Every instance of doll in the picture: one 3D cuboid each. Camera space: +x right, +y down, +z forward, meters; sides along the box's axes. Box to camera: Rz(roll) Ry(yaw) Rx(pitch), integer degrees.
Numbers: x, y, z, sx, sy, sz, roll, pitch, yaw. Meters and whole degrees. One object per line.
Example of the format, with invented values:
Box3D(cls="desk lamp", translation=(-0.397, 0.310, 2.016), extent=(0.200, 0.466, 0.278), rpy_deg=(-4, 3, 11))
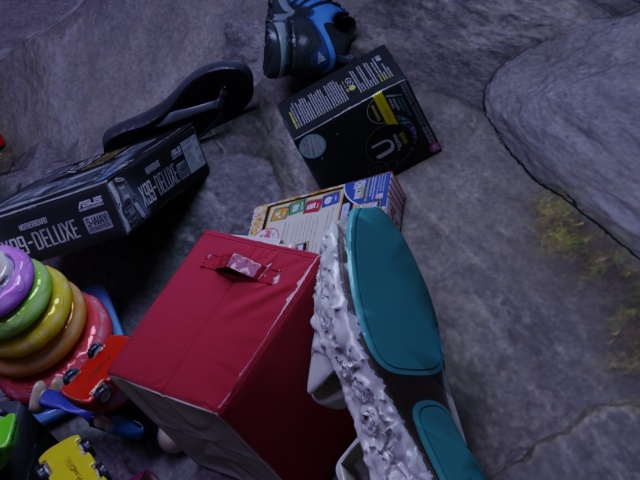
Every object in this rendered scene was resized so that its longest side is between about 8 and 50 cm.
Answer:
Box3D(cls="doll", translation=(-0.231, 0.198, 1.548), extent=(0.189, 0.129, 0.046), rpy_deg=(14, 98, 22))

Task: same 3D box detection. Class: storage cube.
Box3D(cls="storage cube", translation=(-0.068, 0.129, 1.415), extent=(0.183, 0.215, 0.193), rpy_deg=(12, 60, 43))

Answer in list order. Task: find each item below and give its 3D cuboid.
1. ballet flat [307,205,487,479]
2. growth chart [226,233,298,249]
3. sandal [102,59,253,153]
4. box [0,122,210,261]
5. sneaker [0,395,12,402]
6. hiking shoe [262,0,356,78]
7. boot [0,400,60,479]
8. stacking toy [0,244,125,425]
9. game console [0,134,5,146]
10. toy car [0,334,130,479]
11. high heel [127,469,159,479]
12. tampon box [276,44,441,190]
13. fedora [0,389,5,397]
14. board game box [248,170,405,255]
Box3D(cls="ballet flat", translation=(0.055, 0.160, 1.262), extent=(0.147, 0.147, 0.409), rpy_deg=(-24, 62, 10))
Box3D(cls="growth chart", translation=(-0.128, 0.093, 1.606), extent=(0.172, 0.021, 0.237), rpy_deg=(16, 74, 43))
Box3D(cls="sandal", translation=(-0.198, -0.170, 1.963), extent=(0.254, 0.097, 0.054), rpy_deg=(-31, 47, 18))
Box3D(cls="box", translation=(-0.312, -0.054, 1.811), extent=(0.242, 0.077, 0.307), rpy_deg=(-16, 13, 21))
Box3D(cls="sneaker", translation=(-0.398, 0.228, 1.674), extent=(0.040, 0.044, 0.109), rpy_deg=(-23, 35, 15))
Box3D(cls="hiking shoe", translation=(-0.015, -0.315, 2.007), extent=(0.132, 0.113, 0.304), rpy_deg=(5, 34, -2))
Box3D(cls="boot", translation=(-0.496, 0.393, 1.461), extent=(0.366, 0.146, 0.445), rpy_deg=(-9, 44, 16))
Box3D(cls="stacking toy", translation=(-0.368, 0.069, 1.612), extent=(0.165, 0.302, 0.175), rpy_deg=(-30, 46, 1))
Box3D(cls="game console", translation=(-0.606, -0.148, 2.285), extent=(0.124, 0.085, 0.144), rpy_deg=(-61, 34, 12))
Box3D(cls="toy car", translation=(-0.304, 0.211, 1.447), extent=(0.224, 0.053, 0.239), rpy_deg=(-9, 40, 12))
Box3D(cls="high heel", translation=(-0.147, 0.341, 1.281), extent=(0.377, 0.127, 0.181), rpy_deg=(21, 71, 51))
Box3D(cls="tampon box", translation=(0.048, -0.144, 1.721), extent=(0.161, 0.120, 0.101), rpy_deg=(-29, 36, 4))
Box3D(cls="fedora", translation=(-0.528, 0.150, 1.788), extent=(0.275, 0.124, 0.244), rpy_deg=(-16, 39, 20))
Box3D(cls="board game box", translation=(0.000, 0.000, 1.651), extent=(0.193, 0.045, 0.147), rpy_deg=(-13, 40, 24))
